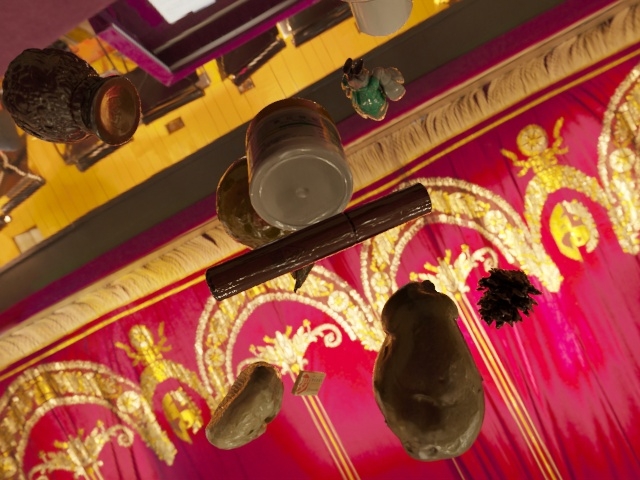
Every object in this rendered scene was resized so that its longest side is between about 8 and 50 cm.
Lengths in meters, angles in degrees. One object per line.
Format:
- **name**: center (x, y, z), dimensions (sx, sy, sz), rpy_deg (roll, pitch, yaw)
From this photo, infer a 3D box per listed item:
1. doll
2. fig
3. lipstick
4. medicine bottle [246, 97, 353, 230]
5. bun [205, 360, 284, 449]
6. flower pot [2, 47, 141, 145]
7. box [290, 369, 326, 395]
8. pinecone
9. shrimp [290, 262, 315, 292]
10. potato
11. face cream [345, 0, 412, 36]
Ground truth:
- **doll**: center (0.158, -0.461, 1.254), dimensions (0.258, 0.194, 0.153), rpy_deg (147, -33, -87)
- **fig**: center (-0.170, -0.136, 1.359), dimensions (0.343, 0.344, 0.343), rpy_deg (-28, -177, 2)
- **lipstick**: center (0.000, 0.000, 0.639), dimensions (0.356, 0.057, 0.057), rpy_deg (-22, -177, -7)
- **medicine bottle**: center (-0.055, -0.181, 0.995), dimensions (0.237, 0.238, 0.232), rpy_deg (-27, -138, 12)
- **bun**: center (-0.156, 0.383, 0.956), dimensions (0.222, 0.127, 0.222), rpy_deg (-49, -173, 9)
- **flower pot**: center (-0.683, -0.394, 1.193), dimensions (0.266, 0.267, 0.266), rpy_deg (14, -165, 12)
- **box**: center (-0.028, 0.341, 1.002), dimensions (0.015, 0.058, 0.093), rpy_deg (23, 177, 39)
- **pinecone**: center (0.484, 0.152, 1.102), dimensions (0.173, 0.174, 0.173), rpy_deg (-28, -177, 2)
- **shrimp**: center (-0.047, 0.063, 0.909), dimensions (0.108, 0.059, 0.023), rpy_deg (-63, -145, 15)
- **potato**: center (0.209, 0.254, 0.851), dimensions (0.202, 0.352, 0.218), rpy_deg (6, 172, -22)
- **face cream**: center (0.028, -0.307, 0.361), dimensions (0.145, 0.146, 0.369), rpy_deg (-27, 159, 13)
